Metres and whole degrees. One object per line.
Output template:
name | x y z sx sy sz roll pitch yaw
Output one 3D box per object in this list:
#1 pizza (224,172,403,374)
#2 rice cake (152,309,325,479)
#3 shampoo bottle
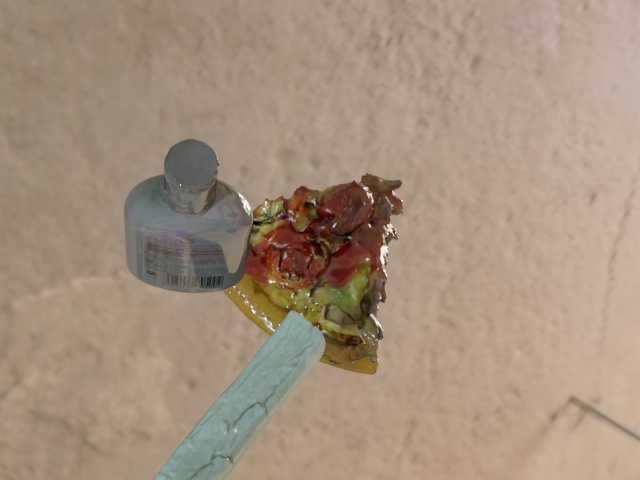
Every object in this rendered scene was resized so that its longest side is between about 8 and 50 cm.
pizza | 0.000 0.000 1.273 0.193 0.201 0.053 -58 175 -24
rice cake | -0.077 0.151 1.036 0.245 0.042 0.045 -51 164 -29
shampoo bottle | -0.082 -0.012 0.894 0.165 0.079 0.040 104 -8 -66
